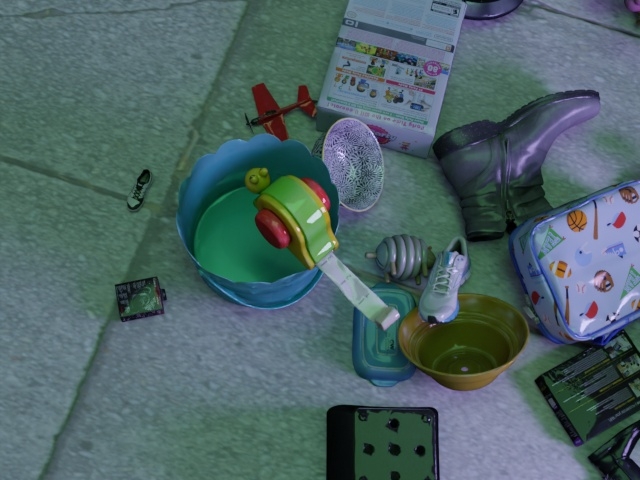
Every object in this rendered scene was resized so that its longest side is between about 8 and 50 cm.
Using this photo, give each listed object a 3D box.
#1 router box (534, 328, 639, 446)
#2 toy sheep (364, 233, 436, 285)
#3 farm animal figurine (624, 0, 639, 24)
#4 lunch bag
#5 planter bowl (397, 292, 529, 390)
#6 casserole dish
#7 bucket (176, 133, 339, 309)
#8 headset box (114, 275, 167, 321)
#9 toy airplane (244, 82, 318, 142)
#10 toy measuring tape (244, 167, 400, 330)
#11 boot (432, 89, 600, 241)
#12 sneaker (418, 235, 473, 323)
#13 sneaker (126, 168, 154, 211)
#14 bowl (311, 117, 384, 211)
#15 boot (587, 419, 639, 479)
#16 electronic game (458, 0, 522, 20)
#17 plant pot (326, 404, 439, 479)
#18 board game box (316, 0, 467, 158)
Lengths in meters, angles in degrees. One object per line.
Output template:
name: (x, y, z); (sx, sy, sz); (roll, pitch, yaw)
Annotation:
router box: (0.478, 0.251, 1.647); (0.179, 0.046, 0.133); (-26, 73, -13)
toy sheep: (0.142, 0.031, 1.691); (0.132, 0.091, 0.091); (6, 68, -19)
farm animal figurine: (0.712, -0.443, 1.876); (0.326, 0.172, 0.330); (-26, 64, -25)
lunch bag: (0.481, 0.044, 1.668); (0.303, 0.115, 0.243); (-22, 88, -18)
planter bowl: (0.240, 0.187, 1.614); (0.217, 0.090, 0.217); (-6, 33, 4)
casserole dish: (0.114, 0.158, 1.667); (0.114, 0.037, 0.188); (3, 70, -2)
bucket: (-0.104, -0.022, 1.644); (0.281, 0.183, 0.281); (1, 70, -3)
headset box: (-0.309, 0.101, 1.664); (0.083, 0.032, 0.062); (-12, 71, -9)
toy airplane: (-0.069, -0.242, 1.813); (0.151, 0.028, 0.151); (1, 71, -4)
toy measuring tape: (0.000, 0.000, 1.483); (0.121, 0.121, 0.330); (-41, 77, -17)
boot: (0.390, -0.130, 1.770); (0.338, 0.118, 0.223); (-21, 78, -4)
sneaker: (0.212, 0.062, 1.649); (0.071, 0.083, 0.191); (9, 41, 17)
sneaker: (-0.328, -0.093, 1.735); (0.032, 0.037, 0.083); (19, 71, 2)
bowl: (0.033, -0.132, 1.735); (0.170, 0.080, 0.170); (8, 79, -47)
boot: (0.518, 0.371, 1.605); (0.121, 0.045, 0.099); (-35, 73, -8)
electronic game: (0.306, -0.534, 1.936); (0.229, 0.048, 0.229); (2, 62, -4)
plant pot: (0.108, 0.345, 1.525); (0.188, 0.167, 0.187); (3, 69, -4)
board game box: (0.135, -0.331, 1.824); (0.224, 0.097, 0.303); (15, 67, 3)
